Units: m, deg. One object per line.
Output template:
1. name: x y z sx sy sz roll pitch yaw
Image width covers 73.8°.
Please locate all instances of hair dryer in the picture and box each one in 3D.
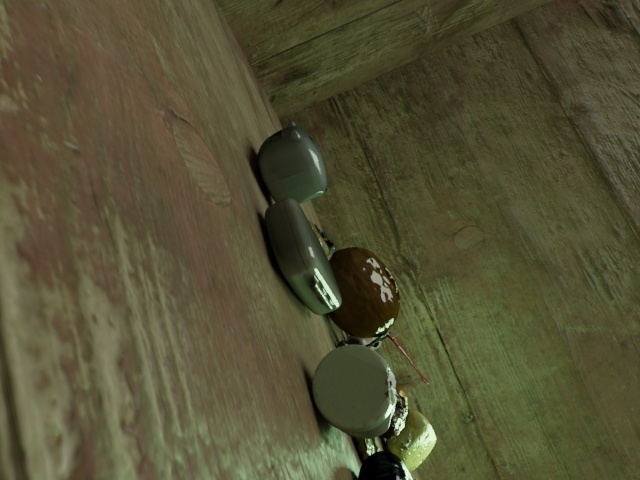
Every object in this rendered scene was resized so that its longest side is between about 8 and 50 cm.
1. hair dryer: 0.142 0.381 2.033 0.189 0.107 0.344 1 52 -55

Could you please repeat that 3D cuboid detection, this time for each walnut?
1. walnut: 0.161 0.217 1.762 0.397 0.308 0.354 59 8 -3

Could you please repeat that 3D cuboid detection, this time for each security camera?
1. security camera: 0.091 0.371 1.023 0.236 0.195 0.194 71 0 -56

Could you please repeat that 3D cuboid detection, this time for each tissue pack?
1. tissue pack: -0.108 -0.279 1.530 0.333 0.229 0.236 -104 171 -66

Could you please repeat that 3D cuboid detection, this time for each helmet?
1. helmet: -0.007 0.015 2.181 0.177 0.107 0.153 48 10 -6

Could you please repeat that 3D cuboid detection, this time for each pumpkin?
1. pumpkin: 0.173 0.619 1.041 0.202 0.140 0.202 -23 90 -89

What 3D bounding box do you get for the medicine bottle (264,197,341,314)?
1. medicine bottle: -0.047 0.059 1.278 0.375 0.123 0.282 61 9 -55

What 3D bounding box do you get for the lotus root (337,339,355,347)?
1. lotus root: 0.136 0.464 1.654 0.192 0.088 0.113 52 -4 -4

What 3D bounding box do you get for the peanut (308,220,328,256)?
1. peanut: -0.050 0.005 1.526 0.253 0.122 0.137 62 1 -39

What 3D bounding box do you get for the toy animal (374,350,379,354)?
1. toy animal: 0.222 0.561 2.088 0.221 0.131 0.103 46 36 -72

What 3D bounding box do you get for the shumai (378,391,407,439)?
1. shumai: 0.215 0.648 1.557 0.218 0.184 0.185 80 30 -45

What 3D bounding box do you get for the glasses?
1. glasses: 0.273 0.521 1.703 0.268 0.234 0.118 48 27 23

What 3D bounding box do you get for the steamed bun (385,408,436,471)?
1. steamed bun: 0.383 0.877 1.891 0.166 0.232 0.273 32 -23 45

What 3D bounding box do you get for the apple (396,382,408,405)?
1. apple: 0.287 0.702 1.858 0.199 0.199 0.199 -22 90 -86

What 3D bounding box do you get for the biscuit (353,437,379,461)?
1. biscuit: 0.146 0.633 1.313 0.273 0.036 0.187 58 10 -69
